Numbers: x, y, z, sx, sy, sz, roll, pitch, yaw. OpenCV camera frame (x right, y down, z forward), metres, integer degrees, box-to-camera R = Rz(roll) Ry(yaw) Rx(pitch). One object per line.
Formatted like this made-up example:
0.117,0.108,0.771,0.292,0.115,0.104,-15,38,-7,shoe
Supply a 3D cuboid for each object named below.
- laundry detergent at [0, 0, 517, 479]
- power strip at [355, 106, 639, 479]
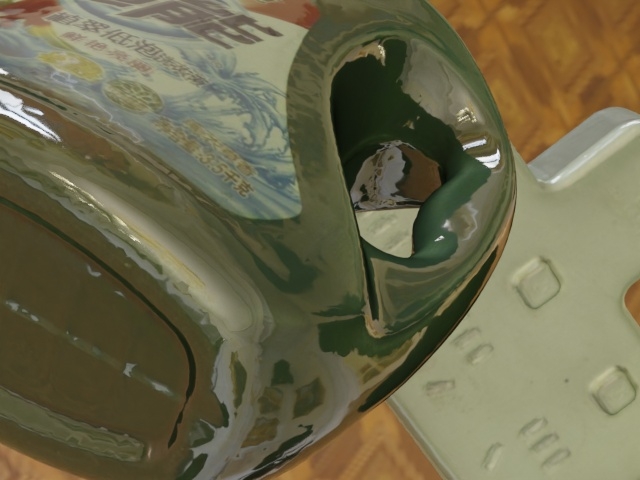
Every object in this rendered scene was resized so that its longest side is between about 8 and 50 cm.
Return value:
-0.016,-0.027,0.424,0.144,0.078,0.221,27,31,15,laundry detergent
0.101,0.014,0.846,0.193,0.059,0.265,-38,111,-1,power strip
